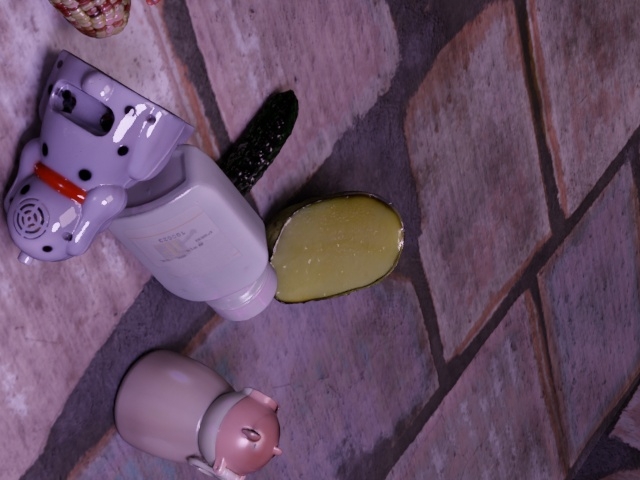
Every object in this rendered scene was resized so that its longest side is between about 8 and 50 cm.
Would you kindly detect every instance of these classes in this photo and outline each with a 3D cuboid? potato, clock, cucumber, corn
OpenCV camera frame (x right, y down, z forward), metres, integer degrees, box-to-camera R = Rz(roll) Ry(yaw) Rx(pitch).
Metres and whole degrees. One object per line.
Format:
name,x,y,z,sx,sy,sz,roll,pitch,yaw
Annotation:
potato,0.000,0.000,2.299,0.271,0.111,0.160,-13,108,-37
clock,-0.291,-0.080,1.821,0.189,0.189,0.254,19,101,-56
cucumber,-0.096,-0.123,2.152,0.245,0.067,0.067,-52,141,-29
corn,-0.308,-0.331,1.742,0.086,0.086,0.253,-61,143,-18

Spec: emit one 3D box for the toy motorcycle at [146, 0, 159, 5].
toy motorcycle,-0.219,-0.414,1.705,0.221,0.147,0.326,-54,131,-34

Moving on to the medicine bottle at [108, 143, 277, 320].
medicine bottle,-0.164,-0.005,2.024,0.296,0.161,0.111,52,24,-49

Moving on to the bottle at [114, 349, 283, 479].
bottle,-0.157,0.250,2.073,0.147,0.236,0.148,-26,124,-47
